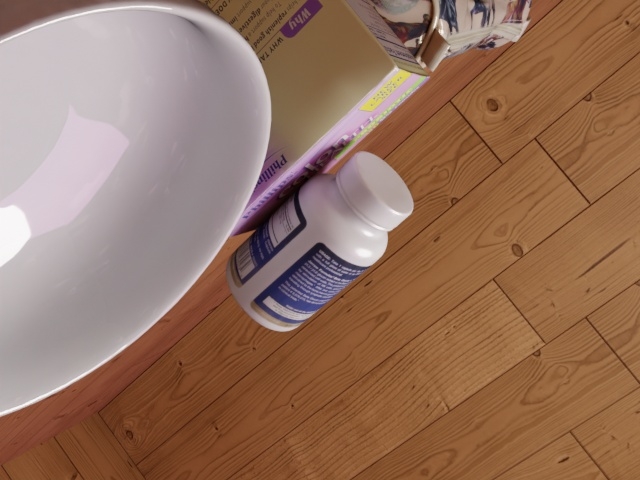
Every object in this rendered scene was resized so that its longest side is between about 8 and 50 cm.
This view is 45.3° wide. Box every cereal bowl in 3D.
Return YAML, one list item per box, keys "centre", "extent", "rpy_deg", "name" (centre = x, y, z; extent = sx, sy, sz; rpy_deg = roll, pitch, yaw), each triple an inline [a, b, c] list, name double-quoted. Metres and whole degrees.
- centre: [-0.201, -0.041, 0.511]
  extent: [0.339, 0.141, 0.339]
  rpy_deg: [-39, 156, -22]
  name: "cereal bowl"

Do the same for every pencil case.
- centre: [0.173, -0.329, 1.092]
  extent: [0.160, 0.183, 0.410]
  rpy_deg: [-44, 172, 37]
  name: "pencil case"

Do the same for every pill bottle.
- centre: [0.000, 0.000, 0.686]
  extent: [0.169, 0.094, 0.094]
  rpy_deg: [-42, 172, 30]
  name: "pill bottle"

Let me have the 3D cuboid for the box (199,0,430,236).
- centre: [-0.068, -0.165, 0.678]
  extent: [0.213, 0.243, 0.117]
  rpy_deg: [-42, 172, 21]
  name: "box"
